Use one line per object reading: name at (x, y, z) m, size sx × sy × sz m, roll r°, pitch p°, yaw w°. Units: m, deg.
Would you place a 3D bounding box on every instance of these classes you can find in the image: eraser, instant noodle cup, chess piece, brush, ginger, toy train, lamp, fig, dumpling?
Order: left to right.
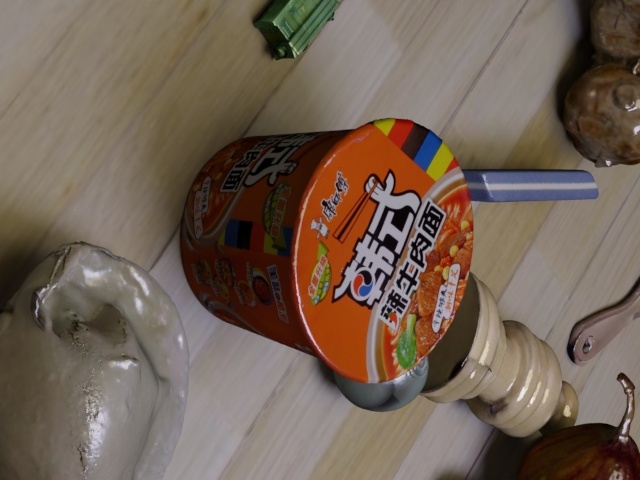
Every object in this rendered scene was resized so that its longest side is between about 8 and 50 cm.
dumpling at (-0.221, 0.143, 1.374) m, size 0.204 × 0.163 × 0.293 m, roll -32°, pitch 122°, yaw -76°
toy train at (-0.024, -0.227, 1.571) m, size 0.093 × 0.038 × 0.056 m, roll -53°, pitch 122°, yaw -25°
instant noodle cup at (0.000, 0.000, 1.518) m, size 0.250 × 0.192 × 0.250 m, roll -8°, pitch 102°, yaw -43°
lamp at (0.064, 0.132, 1.662) m, size 0.105 × 0.105 × 0.105 m, roll -8°, pitch 102°, yaw -44°
chess piece at (0.215, 0.150, 1.818) m, size 0.307 × 0.124 × 0.139 m, roll 32°, pitch 37°, yaw -46°
eraser at (0.228, -0.066, 1.810) m, size 0.225 × 0.082 × 0.036 m, roll -3°, pitch 96°, yaw -45°
fig at (0.322, 0.279, 1.826) m, size 0.202 × 0.148 × 0.149 m, roll -36°, pitch 158°, yaw 7°
brush at (0.437, 0.083, 2.052) m, size 0.313 × 0.067 × 0.072 m, roll -28°, pitch 115°, yaw -36°
ginger at (0.446, -0.254, 1.945) m, size 0.375 × 0.176 × 0.256 m, roll -32°, pitch 135°, yaw -39°

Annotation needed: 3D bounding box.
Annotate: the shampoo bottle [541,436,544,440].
shampoo bottle at (0.318, 0.398, 1.970) m, size 0.118 × 0.076 × 0.314 m, roll -12°, pitch 104°, yaw -32°
